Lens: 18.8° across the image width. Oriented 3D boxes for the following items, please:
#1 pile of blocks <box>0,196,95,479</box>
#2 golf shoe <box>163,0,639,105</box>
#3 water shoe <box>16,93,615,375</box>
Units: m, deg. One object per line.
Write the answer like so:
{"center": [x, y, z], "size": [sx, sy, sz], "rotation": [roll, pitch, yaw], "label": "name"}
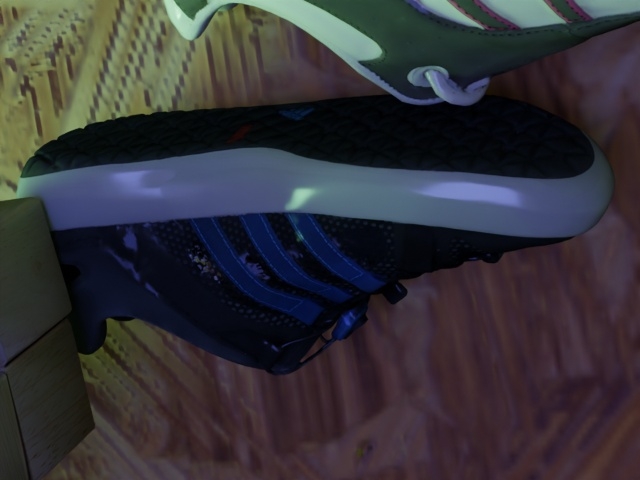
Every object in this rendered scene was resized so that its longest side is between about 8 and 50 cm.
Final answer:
{"center": [-0.201, 0.132, 0.663], "size": [0.149, 0.112, 0.362], "rotation": [33, 120, 8], "label": "pile of blocks"}
{"center": [0.069, -0.097, 0.563], "size": [0.272, 0.105, 0.120], "rotation": [16, 125, 20], "label": "golf shoe"}
{"center": [0.000, 0.000, 0.620], "size": [0.203, 0.073, 0.080], "rotation": [1, 114, 28], "label": "water shoe"}
